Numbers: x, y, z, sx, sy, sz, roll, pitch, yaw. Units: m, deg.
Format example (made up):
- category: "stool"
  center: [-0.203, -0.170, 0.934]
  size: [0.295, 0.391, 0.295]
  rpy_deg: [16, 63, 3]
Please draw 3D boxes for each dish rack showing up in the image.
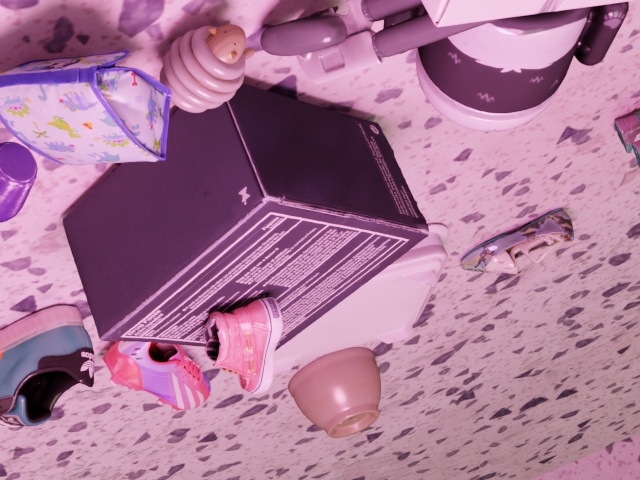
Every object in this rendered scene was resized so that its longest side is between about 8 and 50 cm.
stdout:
- category: "dish rack"
  center: [0.035, 0.103, 2.063]
  size: [0.333, 0.072, 0.285]
  rpy_deg: [-13, 152, -19]

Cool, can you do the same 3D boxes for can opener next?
- category: "can opener"
  center: [0.065, -0.217, 1.366]
  size: [0.280, 0.074, 0.093]
  rpy_deg: [-12, -171, 40]

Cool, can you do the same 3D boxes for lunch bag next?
- category: "lunch bag"
  center: [-0.236, -0.134, 1.324]
  size: [0.129, 0.096, 0.151]
  rpy_deg: [-3, 167, 22]

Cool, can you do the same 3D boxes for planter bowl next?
- category: "planter bowl"
  center: [0.038, 0.271, 2.329]
  size: [0.162, 0.109, 0.162]
  rpy_deg: [-20, 153, -10]

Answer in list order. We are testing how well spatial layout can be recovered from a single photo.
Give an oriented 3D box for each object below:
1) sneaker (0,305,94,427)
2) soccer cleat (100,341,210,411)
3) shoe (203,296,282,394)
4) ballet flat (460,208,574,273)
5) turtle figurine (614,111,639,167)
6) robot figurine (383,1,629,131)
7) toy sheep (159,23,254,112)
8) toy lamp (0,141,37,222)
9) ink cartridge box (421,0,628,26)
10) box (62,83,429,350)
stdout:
- category: "sneaker"
  center: [-0.434, 0.205, 1.800]
  size: [0.302, 0.121, 0.108]
  rpy_deg: [-30, 153, 13]
- category: "soccer cleat"
  center: [-0.221, 0.190, 2.002]
  size: [0.095, 0.083, 0.248]
  rpy_deg: [-37, 149, 15]
- category: "shoe"
  center: [-0.099, 0.132, 1.611]
  size: [0.081, 0.063, 0.178]
  rpy_deg: [-11, 148, -19]
- category: "ballet flat"
  center: [0.313, 0.016, 2.134]
  size: [0.188, 0.070, 0.070]
  rpy_deg: [-28, 154, 9]
- category: "turtle figurine"
  center: [0.541, -0.182, 1.908]
  size: [0.234, 0.118, 0.175]
  rpy_deg: [-25, -165, 5]
- category: "robot figurine"
  center: [0.195, -0.240, 1.447]
  size: [0.173, 0.209, 0.278]
  rpy_deg: [-44, 162, -26]
- category: "toy sheep"
  center: [-0.122, -0.175, 1.397]
  size: [0.091, 0.091, 0.132]
  rpy_deg: [4, 142, -44]
- category: "toy lamp"
  center: [-0.380, -0.023, 1.414]
  size: [0.080, 0.080, 0.274]
  rpy_deg: [2, 154, -42]
- category: "ink cartridge box"
  center: [0.199, -0.322, 1.249]
  size: [0.283, 0.207, 0.117]
  rpy_deg: [-11, 149, -23]
- category: "box"
  center: [-0.089, -0.019, 1.599]
  size: [0.296, 0.183, 0.294]
  rpy_deg: [-39, 151, 29]
